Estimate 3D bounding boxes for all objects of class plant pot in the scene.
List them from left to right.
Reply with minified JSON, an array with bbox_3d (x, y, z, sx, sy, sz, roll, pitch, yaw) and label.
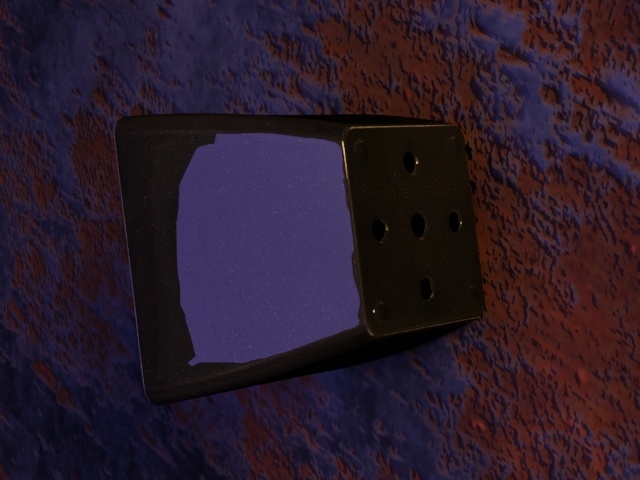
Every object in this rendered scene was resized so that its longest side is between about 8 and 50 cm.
[{"bbox_3d":[0.000,0.000,0.945,0.167,0.188,0.187,-7,89,39],"label":"plant pot"}]
